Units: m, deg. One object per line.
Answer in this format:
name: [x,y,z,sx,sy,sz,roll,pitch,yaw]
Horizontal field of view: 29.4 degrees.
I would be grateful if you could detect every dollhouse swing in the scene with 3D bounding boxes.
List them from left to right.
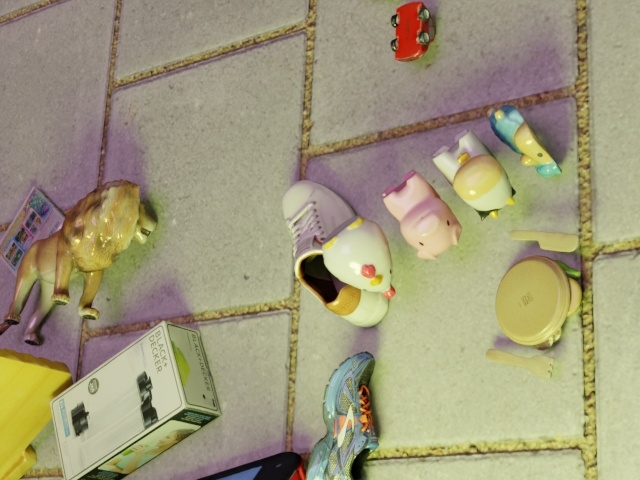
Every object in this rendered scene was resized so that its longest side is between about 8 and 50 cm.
dollhouse swing: [-0.665,0.260,2.148,0.315,0.346,0.305,35,98,41]

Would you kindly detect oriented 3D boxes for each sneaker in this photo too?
sneaker: [0.000,0.000,1.860,0.106,0.123,0.290,-47,50,18]
sneaker: [0.050,0.270,1.761,0.087,0.083,0.221,10,86,27]

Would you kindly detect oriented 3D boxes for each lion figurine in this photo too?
lion figurine: [-0.468,0.037,2.216,0.392,0.142,0.240,-17,57,38]

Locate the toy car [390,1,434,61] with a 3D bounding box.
toy car: [0.169,-0.415,1.921,0.225,0.053,0.239,-42,53,19]

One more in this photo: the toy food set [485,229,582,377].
toy food set: [0.295,0.083,1.654,0.132,0.038,0.192,10,86,48]

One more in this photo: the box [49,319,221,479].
box: [-0.313,0.278,2.032,0.290,0.087,0.169,-34,56,25]

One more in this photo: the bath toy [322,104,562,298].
bath toy: [0.163,-0.041,1.718,0.348,0.151,0.129,-37,98,10]

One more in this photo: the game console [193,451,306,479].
game console: [-0.219,0.444,1.765,0.386,0.342,0.060,-24,98,31]

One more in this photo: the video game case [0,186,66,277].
video game case: [-0.563,-0.006,2.384,0.143,0.019,0.157,40,101,41]
